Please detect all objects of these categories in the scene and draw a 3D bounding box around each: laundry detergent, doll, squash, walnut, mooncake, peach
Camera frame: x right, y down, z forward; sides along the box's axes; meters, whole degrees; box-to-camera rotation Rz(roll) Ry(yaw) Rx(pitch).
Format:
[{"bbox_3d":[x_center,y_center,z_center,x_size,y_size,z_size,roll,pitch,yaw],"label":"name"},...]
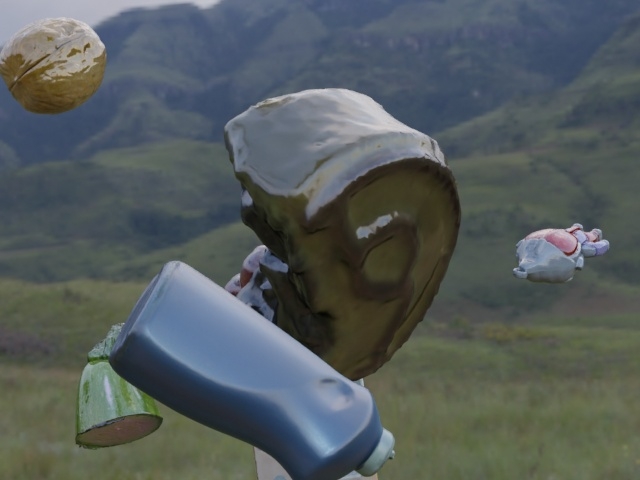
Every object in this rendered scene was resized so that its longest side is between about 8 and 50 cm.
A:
[{"bbox_3d":[-0.035,0.099,0.770,0.061,0.206,0.097,-49,14,31],"label":"laundry detergent"},{"bbox_3d":[0.329,0.017,1.629,0.102,0.075,0.227,15,24,32],"label":"doll"},{"bbox_3d":[-0.248,0.164,1.350,0.105,0.132,0.105,-15,-22,-6],"label":"squash"},{"bbox_3d":[-0.467,-0.306,2.032,0.165,0.165,0.197,-6,24,23],"label":"walnut"},{"bbox_3d":[0.000,0.000,1.547,0.246,0.393,0.394,42,10,36],"label":"mooncake"},{"bbox_3d":[-0.085,0.092,1.992,0.152,0.152,0.152,-6,0,0],"label":"peach"}]

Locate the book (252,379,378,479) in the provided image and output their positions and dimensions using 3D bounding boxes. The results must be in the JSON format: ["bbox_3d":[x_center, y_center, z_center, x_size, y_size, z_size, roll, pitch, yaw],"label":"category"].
[{"bbox_3d":[-0.021,0.301,2.003,0.207,0.296,0.020,-7,-15,-3],"label":"book"}]
